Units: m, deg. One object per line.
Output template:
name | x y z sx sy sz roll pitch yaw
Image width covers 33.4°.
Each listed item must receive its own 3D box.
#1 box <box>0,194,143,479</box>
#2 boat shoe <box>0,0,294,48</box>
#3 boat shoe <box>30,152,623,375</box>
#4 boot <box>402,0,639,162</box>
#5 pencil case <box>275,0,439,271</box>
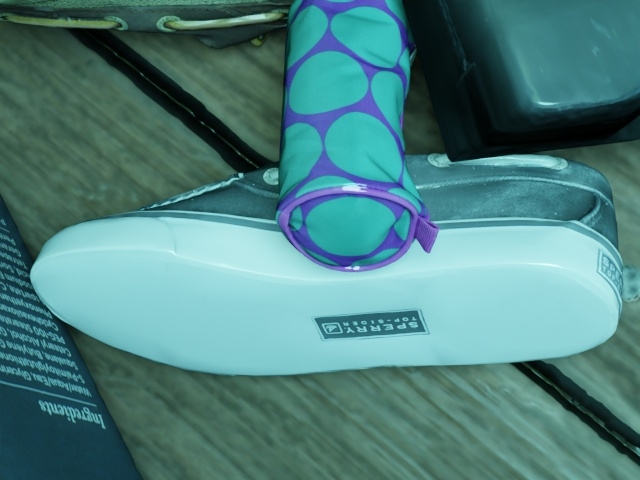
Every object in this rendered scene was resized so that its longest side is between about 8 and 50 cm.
box | -0.295 0.096 0.527 0.293 0.212 0.395 -36 67 6
boat shoe | -0.052 -0.169 0.587 0.342 0.123 0.123 -10 80 -10
boat shoe | 0.000 0.000 0.555 0.301 0.108 0.102 -3 49 17
boot | 0.177 -0.283 0.512 0.367 0.146 0.445 -16 75 -2
pencil case | 0.016 -0.059 0.496 0.070 0.064 0.151 7 51 -6
